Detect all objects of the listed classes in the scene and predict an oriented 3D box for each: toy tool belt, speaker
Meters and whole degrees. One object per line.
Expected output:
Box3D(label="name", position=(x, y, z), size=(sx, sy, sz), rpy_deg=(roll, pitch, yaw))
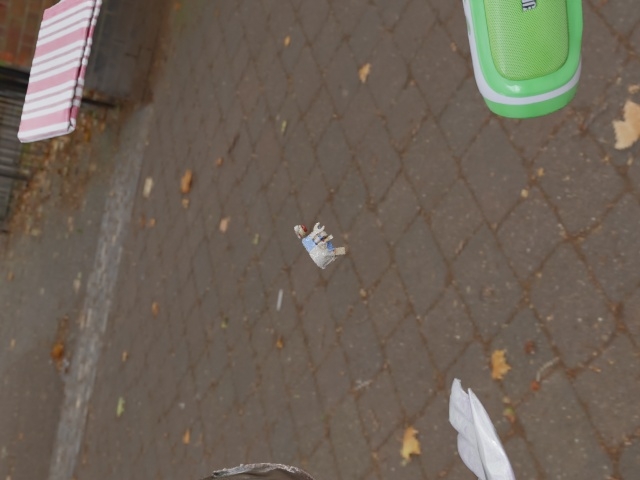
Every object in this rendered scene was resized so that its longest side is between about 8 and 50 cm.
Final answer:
Box3D(label="toy tool belt", position=(0.000, 0.000, 1.337), size=(0.051, 0.052, 0.083), rpy_deg=(-35, 73, 4))
Box3D(label="speaker", position=(0.223, -0.292, 0.946), size=(0.131, 0.131, 0.296), rpy_deg=(-122, 12, -56))

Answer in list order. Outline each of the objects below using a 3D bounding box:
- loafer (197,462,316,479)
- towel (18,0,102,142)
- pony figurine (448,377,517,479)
Box3D(label="loafer", position=(-0.100, 0.317, 0.994), size=(0.366, 0.134, 0.130), rpy_deg=(-30, 8, 48))
Box3D(label="towel", position=(-0.333, -0.223, 1.082), size=(0.144, 0.029, 0.197), rpy_deg=(1, 79, 49))
Box3D(label="pony figurine", position=(0.185, 0.330, 0.714), size=(0.351, 0.364, 0.302), rpy_deg=(-109, 34, -71))
